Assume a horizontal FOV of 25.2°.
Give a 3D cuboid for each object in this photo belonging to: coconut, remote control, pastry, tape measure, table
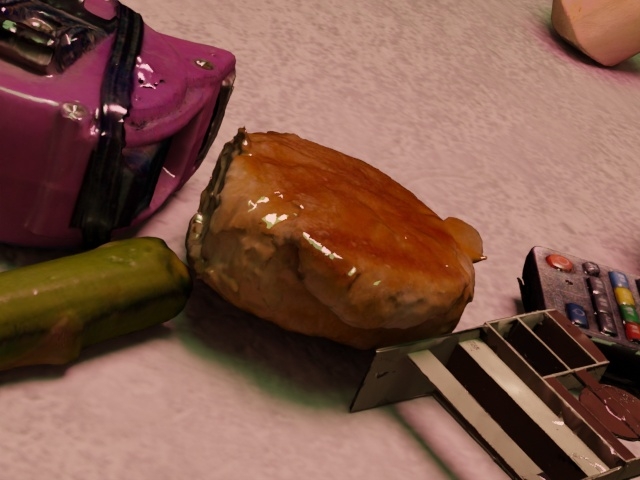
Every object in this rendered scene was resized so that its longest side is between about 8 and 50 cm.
[{"bbox_3d":[0.345,-0.284,1.700,0.147,0.153,0.147,28,50,-39],"label":"coconut"},{"bbox_3d":[0.343,0.102,1.133,0.399,0.062,0.144,17,29,-7],"label":"remote control"},{"bbox_3d":[0.000,0.000,1.008,0.218,0.100,0.229,6,29,-44],"label":"pastry"},{"bbox_3d":[-0.197,-0.105,1.016,0.232,0.149,0.245,24,29,1],"label":"tape measure"},{"bbox_3d":[0.134,0.123,0.953,0.175,0.062,0.146,-7,40,-40],"label":"table"}]

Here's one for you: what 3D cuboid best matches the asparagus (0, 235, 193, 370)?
[{"bbox_3d":[-0.191,0.048,0.858,0.060,0.067,0.278,-4,5,41],"label":"asparagus"}]
